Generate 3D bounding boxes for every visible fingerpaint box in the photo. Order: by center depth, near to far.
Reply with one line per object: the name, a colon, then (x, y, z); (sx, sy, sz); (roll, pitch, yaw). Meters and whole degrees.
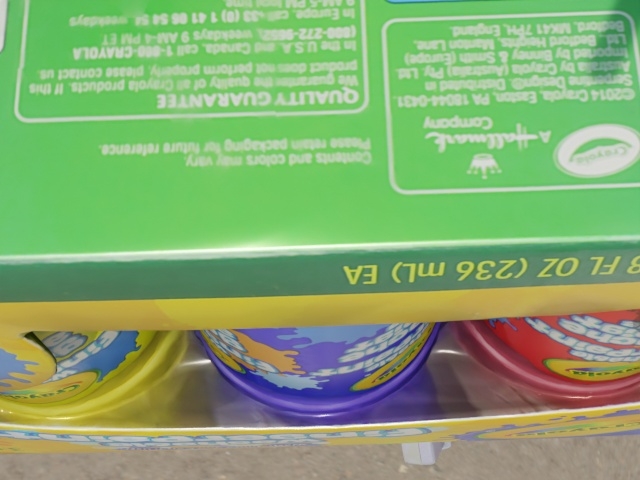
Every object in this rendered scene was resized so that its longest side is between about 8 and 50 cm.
fingerpaint box: (0.000, 0.000, 0.497); (0.444, 0.371, 0.163); (-2, 70, 0)

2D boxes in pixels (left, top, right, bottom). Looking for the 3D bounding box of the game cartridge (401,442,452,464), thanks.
game cartridge: (0.177, 0.147, 1.485); (0.068, 0.355, 0.230); (-9, 105, 24)
